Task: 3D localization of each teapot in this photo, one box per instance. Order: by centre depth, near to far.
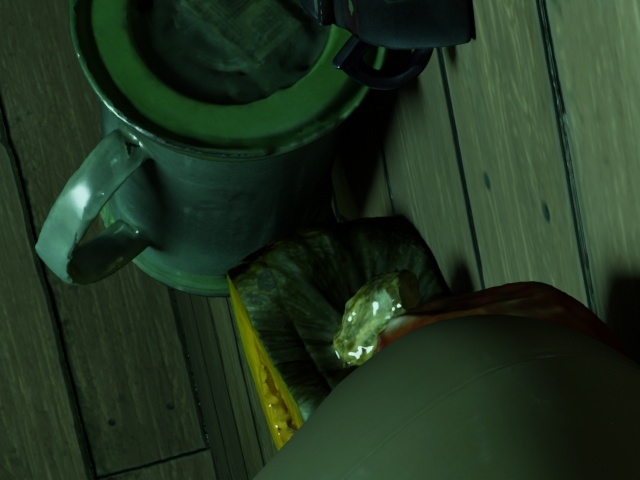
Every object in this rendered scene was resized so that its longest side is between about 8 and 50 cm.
[{"bbox_3d":[0.020,-0.164,1.004,0.087,0.096,0.177,-125,22,-61],"label":"teapot"},{"bbox_3d":[-0.087,-0.069,1.273,0.200,0.270,0.337,42,162,10],"label":"teapot"}]

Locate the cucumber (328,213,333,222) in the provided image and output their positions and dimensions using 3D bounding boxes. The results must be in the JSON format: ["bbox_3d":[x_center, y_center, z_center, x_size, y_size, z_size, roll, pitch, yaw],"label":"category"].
[{"bbox_3d":[0.000,0.000,1.495,0.032,0.032,0.133,99,154,-65],"label":"cucumber"}]

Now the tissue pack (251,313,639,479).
[{"bbox_3d":[0.036,0.233,0.630,0.267,0.387,0.277,41,-176,-18],"label":"tissue pack"}]

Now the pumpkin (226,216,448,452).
[{"bbox_3d":[0.035,0.102,1.194,0.317,0.139,0.222,-113,10,-50],"label":"pumpkin"}]

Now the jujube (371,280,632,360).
[{"bbox_3d":[0.097,0.145,0.849,0.174,0.174,0.250,-154,54,-76],"label":"jujube"}]
